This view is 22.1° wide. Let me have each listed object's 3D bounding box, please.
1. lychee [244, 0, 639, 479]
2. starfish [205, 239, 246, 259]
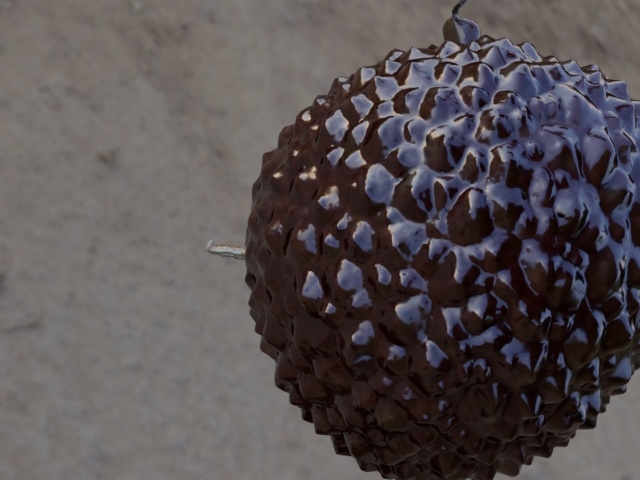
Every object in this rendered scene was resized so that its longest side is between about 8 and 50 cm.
[{"bbox_3d":[0.085,0.001,0.981,0.264,0.264,0.300,24,63,-42],"label":"lychee"},{"bbox_3d":[0.000,0.006,1.784,0.295,0.231,0.048,-20,107,-69],"label":"starfish"}]
